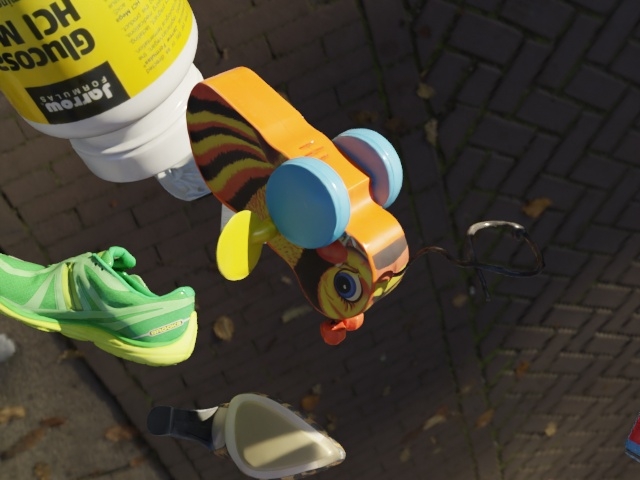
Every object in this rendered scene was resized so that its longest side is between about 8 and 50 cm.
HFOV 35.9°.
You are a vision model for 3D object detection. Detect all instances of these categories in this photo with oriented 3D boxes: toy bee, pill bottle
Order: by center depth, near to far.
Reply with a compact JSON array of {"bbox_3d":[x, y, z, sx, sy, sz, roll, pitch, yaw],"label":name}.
[{"bbox_3d":[0.000,0.000,0.782,0.195,0.298,0.162,-10,134,-34],"label":"toy bee"},{"bbox_3d":[-0.223,-0.213,0.865,0.188,0.188,0.334,-30,134,-2],"label":"pill bottle"}]

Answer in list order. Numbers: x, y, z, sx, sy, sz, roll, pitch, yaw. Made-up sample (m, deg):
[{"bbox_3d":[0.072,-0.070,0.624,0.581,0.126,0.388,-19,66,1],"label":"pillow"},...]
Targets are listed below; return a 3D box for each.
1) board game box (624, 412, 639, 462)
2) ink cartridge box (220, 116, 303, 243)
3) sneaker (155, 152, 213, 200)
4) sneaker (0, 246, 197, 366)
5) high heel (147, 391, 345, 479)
[{"bbox_3d":[0.360,0.027,0.661,0.302,0.086,0.308,14,102,-50],"label":"board game box"},{"bbox_3d":[-0.089,-0.098,1.540,0.206,0.045,0.208,-6,103,-69],"label":"ink cartridge box"},{"bbox_3d":[-0.250,-0.236,1.543,0.130,0.236,0.323,-24,144,1],"label":"sneaker"},{"bbox_3d":[-0.283,0.060,1.210,0.295,0.109,0.124,16,93,9],"label":"sneaker"},{"bbox_3d":[-0.052,0.235,1.178,0.186,0.261,0.093,27,71,-56],"label":"high heel"}]
